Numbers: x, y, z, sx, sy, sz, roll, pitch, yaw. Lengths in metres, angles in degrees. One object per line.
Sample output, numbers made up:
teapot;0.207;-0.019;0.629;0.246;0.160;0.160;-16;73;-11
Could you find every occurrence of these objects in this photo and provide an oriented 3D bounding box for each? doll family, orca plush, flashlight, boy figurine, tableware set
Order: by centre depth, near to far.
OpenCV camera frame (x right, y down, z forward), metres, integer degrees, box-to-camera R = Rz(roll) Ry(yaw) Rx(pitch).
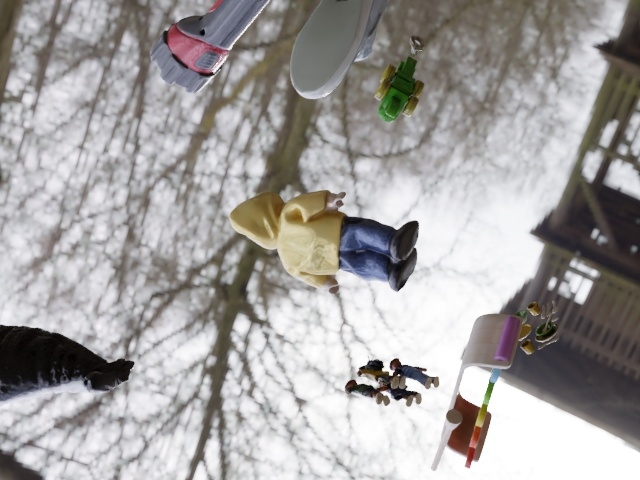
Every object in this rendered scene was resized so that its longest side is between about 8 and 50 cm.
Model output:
orca plush;-0.337;0.118;1.198;0.287;0.102;0.151;2;-142;30
flashlight;-0.125;-0.339;1.721;0.103;0.304;0.103;43;-144;-3
boy figurine;0.000;0.000;1.803;0.285;0.177;0.092;13;-144;24
doll family;0.124;0.253;2.195;0.193;0.076;0.111;12;-179;-42
tableware set;0.393;0.159;2.253;0.024;0.104;0.154;53;-157;-18

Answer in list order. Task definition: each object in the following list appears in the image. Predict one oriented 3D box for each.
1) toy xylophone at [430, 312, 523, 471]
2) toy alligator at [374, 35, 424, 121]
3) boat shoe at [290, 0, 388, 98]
toy xylophone;0.268;0.278;2.108;0.081;0.323;0.236;17;-123;9
toy alligator;0.109;-0.215;1.682;0.056;0.051;0.190;29;-137;-7
boat shoe;0.037;-0.250;1.408;0.079;0.227;0.081;8;156;33
